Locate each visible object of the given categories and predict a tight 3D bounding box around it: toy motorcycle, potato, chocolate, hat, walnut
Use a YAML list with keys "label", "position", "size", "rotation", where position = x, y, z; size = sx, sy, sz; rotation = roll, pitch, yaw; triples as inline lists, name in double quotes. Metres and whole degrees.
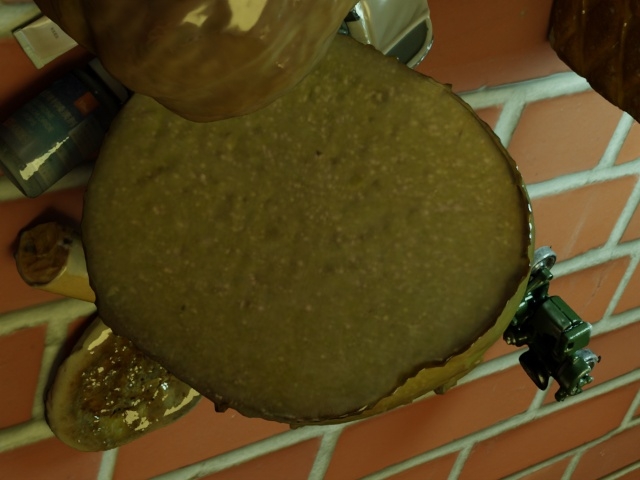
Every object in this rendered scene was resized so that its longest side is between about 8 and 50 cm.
- label: "toy motorcycle"
  position: [0.373, 0.144, 2.237]
  size: [0.127, 0.205, 0.275]
  rotation: [-32, 151, -13]
- label: "potato"
  position: [0.000, 0.000, 1.424]
  size: [0.319, 0.442, 0.385]
  rotation: [29, 81, -80]
- label: "chocolate"
  position: [-0.263, 0.041, 1.575]
  size: [0.085, 0.085, 0.219]
  rotation: [-47, 150, 7]
- label: "hat"
  position: [0.021, -0.266, 1.528]
  size: [0.219, 0.164, 0.226]
  rotation: [66, 35, -47]
- label: "walnut"
  position: [-0.092, -0.289, 1.171]
  size: [0.306, 0.306, 0.344]
  rotation: [17, 109, -53]

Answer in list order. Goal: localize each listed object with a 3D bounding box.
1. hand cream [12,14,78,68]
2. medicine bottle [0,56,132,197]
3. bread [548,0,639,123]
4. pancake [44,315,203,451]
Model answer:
- label: "hand cream"
  position: [-0.207, -0.249, 1.347]
  size: [0.216, 0.038, 0.052]
  rotation: [-35, 119, -5]
- label: "medicine bottle"
  position: [-0.245, -0.134, 1.384]
  size: [0.203, 0.083, 0.083]
  rotation: [-40, 147, -15]
- label: "bread"
  position: [0.482, -0.309, 1.771]
  size: [0.207, 0.279, 0.279]
  rotation: [-18, 142, -31]
- label: "pancake"
  position: [-0.243, 0.171, 1.765]
  size: [0.282, 0.049, 0.282]
  rotation: [-27, 141, -25]
